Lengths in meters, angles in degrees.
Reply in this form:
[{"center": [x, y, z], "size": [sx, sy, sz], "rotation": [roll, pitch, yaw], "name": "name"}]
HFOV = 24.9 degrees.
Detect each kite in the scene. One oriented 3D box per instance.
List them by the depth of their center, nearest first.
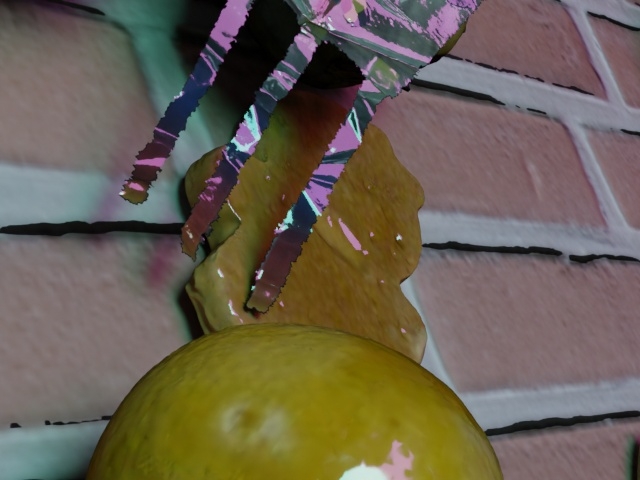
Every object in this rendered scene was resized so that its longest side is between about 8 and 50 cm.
[{"center": [0.002, -0.092, 0.584], "size": [0.141, 0.015, 0.245], "rotation": [38, 63, -23], "name": "kite"}]

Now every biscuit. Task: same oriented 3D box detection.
[{"center": [-0.005, 0.000, 0.627], "size": [0.133, 0.027, 0.184], "rotation": [33, 39, -29], "name": "biscuit"}]

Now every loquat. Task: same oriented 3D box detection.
[{"center": [-0.004, 0.093, 0.454], "size": [0.141, 0.141, 0.141], "rotation": [33, 40, -33], "name": "loquat"}]

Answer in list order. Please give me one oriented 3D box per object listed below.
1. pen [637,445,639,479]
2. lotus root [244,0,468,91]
[{"center": [0.166, 0.179, 0.703], "size": [0.040, 0.032, 0.233], "rotation": [21, 41, -10], "name": "pen"}, {"center": [-0.003, -0.182, 0.674], "size": [0.123, 0.124, 0.241], "rotation": [-24, 98, -47], "name": "lotus root"}]
